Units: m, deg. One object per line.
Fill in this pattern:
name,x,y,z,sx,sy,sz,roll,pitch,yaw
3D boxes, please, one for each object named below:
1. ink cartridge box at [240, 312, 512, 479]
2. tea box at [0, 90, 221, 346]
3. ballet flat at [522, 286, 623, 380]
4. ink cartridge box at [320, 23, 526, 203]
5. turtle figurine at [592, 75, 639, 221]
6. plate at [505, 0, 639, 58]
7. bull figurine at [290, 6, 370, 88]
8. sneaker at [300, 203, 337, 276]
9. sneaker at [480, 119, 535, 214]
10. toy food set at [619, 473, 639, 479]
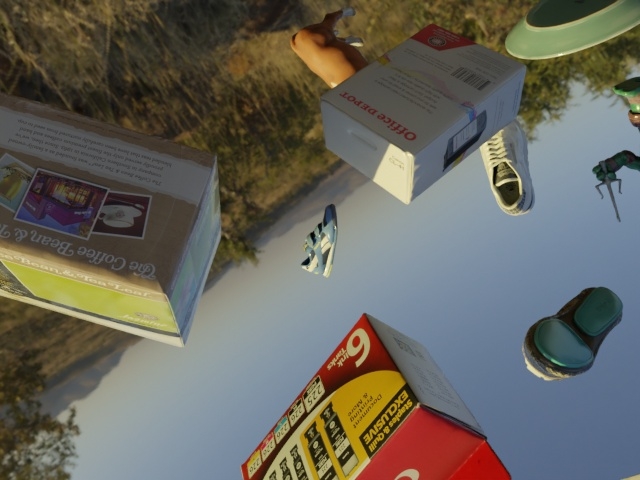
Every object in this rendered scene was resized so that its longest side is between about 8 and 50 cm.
ink cartridge box,0.052,0.301,0.832,0.309,0.130,0.272,-53,-153,11
tea box,-0.338,-0.013,0.960,0.323,0.329,0.219,112,-6,-68
ballet flat,0.630,0.264,1.646,0.483,0.164,0.182,-21,152,-45
ink cartridge box,0.183,-0.240,1.155,0.306,0.226,0.131,-38,147,-21
turtle figurine,0.495,-0.118,0.933,0.175,0.234,0.118,5,-142,34
plate,0.304,-0.272,0.739,0.188,0.024,0.188,-25,-151,15
bull figurine,0.077,-0.372,1.401,0.188,0.310,0.101,-39,173,-24
sneaker,0.000,0.000,1.175,0.053,0.059,0.144,-82,-177,-68
sneaker,0.350,-0.162,1.223,0.090,0.235,0.095,-22,169,30
toy food set,0.458,0.333,0.791,0.111,0.104,0.232,11,143,-42
